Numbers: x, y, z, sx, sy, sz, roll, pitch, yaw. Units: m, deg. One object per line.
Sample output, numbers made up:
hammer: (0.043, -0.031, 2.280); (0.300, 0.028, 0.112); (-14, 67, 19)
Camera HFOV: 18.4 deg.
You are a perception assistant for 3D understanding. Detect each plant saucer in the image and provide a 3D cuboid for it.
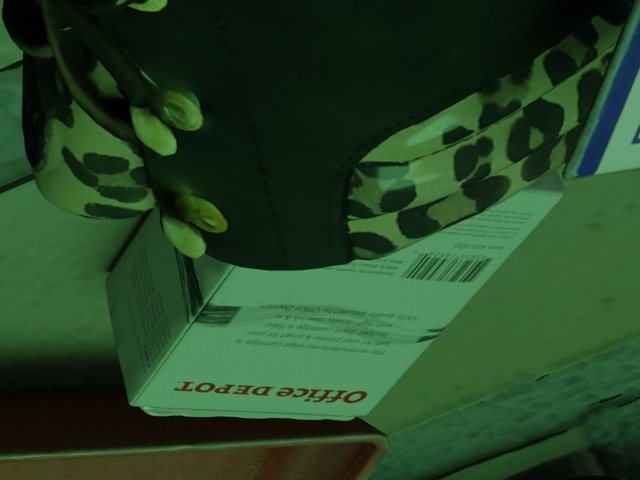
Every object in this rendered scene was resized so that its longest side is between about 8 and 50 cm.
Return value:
plant saucer: (-0.136, 0.132, 0.806); (0.258, 0.048, 0.259); (-1, 145, -26)

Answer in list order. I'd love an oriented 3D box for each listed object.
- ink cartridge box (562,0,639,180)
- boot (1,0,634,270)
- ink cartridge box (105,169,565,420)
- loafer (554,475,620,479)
ink cartridge box: (0.221, -0.120, 0.490); (0.371, 0.069, 0.176); (-12, 137, -30)
boot: (-0.066, -0.097, 0.407); (0.377, 0.138, 0.284); (-19, 149, -8)
ink cartridge box: (0.000, 0.000, 0.657); (0.099, 0.056, 0.135); (5, 142, -32)
loafer: (0.086, 0.158, 0.958); (0.170, 0.062, 0.061); (-30, 169, 25)
